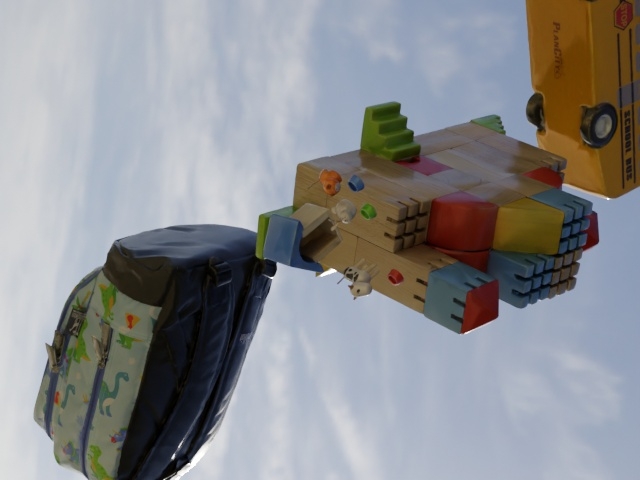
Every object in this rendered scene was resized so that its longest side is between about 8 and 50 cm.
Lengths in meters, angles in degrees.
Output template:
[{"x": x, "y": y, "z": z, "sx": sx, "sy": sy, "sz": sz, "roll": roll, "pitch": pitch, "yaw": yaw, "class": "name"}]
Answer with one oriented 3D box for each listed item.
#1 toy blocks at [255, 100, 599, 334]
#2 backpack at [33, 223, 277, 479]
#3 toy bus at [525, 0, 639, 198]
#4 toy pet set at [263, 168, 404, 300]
[{"x": 0.162, "y": -0.021, "z": 1.406, "sx": 0.261, "sy": 0.381, "sz": 0.190, "roll": 26, "pitch": -60, "yaw": 38, "class": "toy blocks"}, {"x": -0.222, "y": 0.162, "z": 1.732, "sx": 0.273, "sy": 0.290, "sz": 0.355, "roll": 11, "pitch": -77, "yaw": 25, "class": "backpack"}, {"x": 0.319, "y": -0.217, "z": 1.560, "sx": 0.108, "sy": 0.130, "sz": 0.332, "roll": 26, "pitch": -48, "yaw": 49, "class": "toy bus"}, {"x": 0.000, "y": 0.000, "z": 1.209, "sx": 0.114, "sy": 0.065, "sz": 0.122, "roll": 17, "pitch": -40, "yaw": 49, "class": "toy pet set"}]
